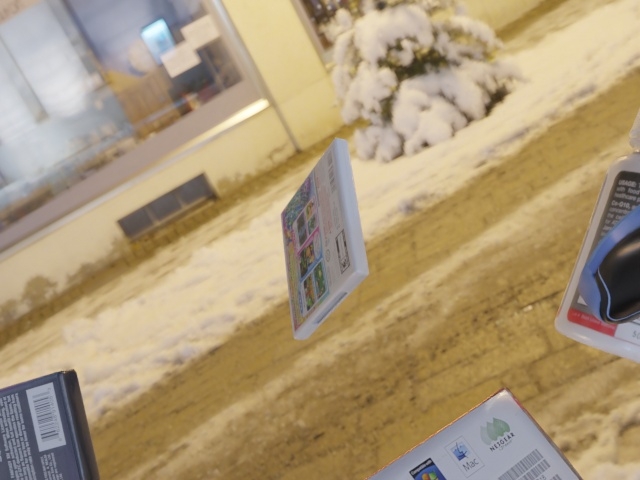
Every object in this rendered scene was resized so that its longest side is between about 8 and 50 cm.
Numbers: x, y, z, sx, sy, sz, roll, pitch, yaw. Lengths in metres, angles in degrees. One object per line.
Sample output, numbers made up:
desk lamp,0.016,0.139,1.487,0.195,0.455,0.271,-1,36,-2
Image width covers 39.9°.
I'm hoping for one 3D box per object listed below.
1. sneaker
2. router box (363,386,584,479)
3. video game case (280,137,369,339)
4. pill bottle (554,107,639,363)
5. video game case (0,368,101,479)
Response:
sneaker,0.255,0.007,0.570,0.082,0.090,0.232,-5,-33,-24
router box,-0.050,0.246,0.466,0.336,0.082,0.301,-23,-25,-35
video game case,0.000,0.000,0.890,0.019,0.157,0.143,8,-34,-24
pill bottle,0.388,-0.002,1.006,0.161,0.161,0.283,-156,85,-72
video game case,-0.285,0.227,0.674,0.274,0.196,0.026,-18,-9,17
